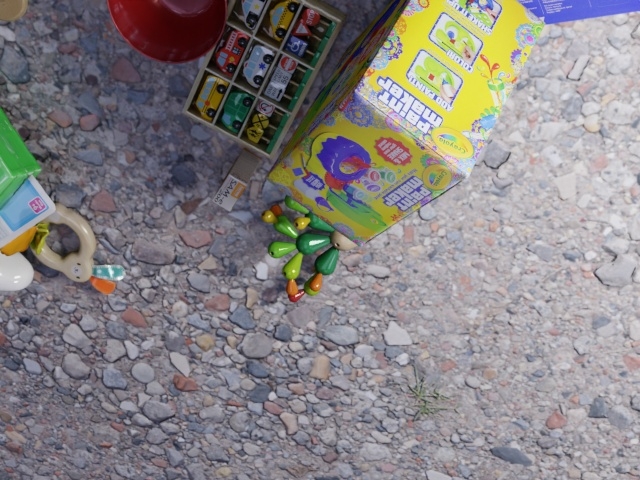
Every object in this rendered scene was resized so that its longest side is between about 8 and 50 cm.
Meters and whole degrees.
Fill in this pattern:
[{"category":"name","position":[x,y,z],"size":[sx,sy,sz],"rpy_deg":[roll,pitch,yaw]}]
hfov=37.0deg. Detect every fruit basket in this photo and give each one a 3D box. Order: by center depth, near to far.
[{"category":"fruit basket","position":[-0.663,-0.095,1.577],"size":[0.353,0.165,0.327],"rpy_deg":[-31,95,8]}]

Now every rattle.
[{"category":"rattle","position":[-0.448,0.041,1.690],"size":[0.130,0.143,0.199],"rpy_deg":[-31,106,6]}]

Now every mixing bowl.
[{"category":"mixing bowl","position":[-0.213,-0.364,1.412],"size":[0.182,0.098,0.181],"rpy_deg":[6,122,9]}]

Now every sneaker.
[{"category":"sneaker","position":[-0.636,-0.018,1.705],"size":[0.290,0.106,0.123],"rpy_deg":[32,124,-7]}]

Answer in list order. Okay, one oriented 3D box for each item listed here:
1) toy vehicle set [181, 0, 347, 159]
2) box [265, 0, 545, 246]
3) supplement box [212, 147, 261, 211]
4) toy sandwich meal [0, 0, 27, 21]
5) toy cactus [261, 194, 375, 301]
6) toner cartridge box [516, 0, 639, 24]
[{"category":"toy vehicle set","position":[-0.091,-0.272,1.481],"size":[0.166,0.035,0.267],"rpy_deg":[26,123,-5]},{"category":"box","position":[0.109,-0.183,1.288],"size":[0.177,0.279,0.290],"rpy_deg":[35,151,-11]},{"category":"supplement box","position":[-0.136,-0.100,1.558],"size":[0.036,0.098,0.062],"rpy_deg":[31,121,-8]},{"category":"toy sandwich meal","position":[-0.498,-0.385,1.501],"size":[0.086,0.029,0.085],"rpy_deg":[3,123,4]},{"category":"toy cactus","position":[0.000,0.000,1.607],"size":[0.181,0.112,0.219],"rpy_deg":[-12,117,-3]},{"category":"toner cartridge box","position":[0.276,-0.365,1.232],"size":[0.348,0.075,0.165],"rpy_deg":[2,134,41]}]
